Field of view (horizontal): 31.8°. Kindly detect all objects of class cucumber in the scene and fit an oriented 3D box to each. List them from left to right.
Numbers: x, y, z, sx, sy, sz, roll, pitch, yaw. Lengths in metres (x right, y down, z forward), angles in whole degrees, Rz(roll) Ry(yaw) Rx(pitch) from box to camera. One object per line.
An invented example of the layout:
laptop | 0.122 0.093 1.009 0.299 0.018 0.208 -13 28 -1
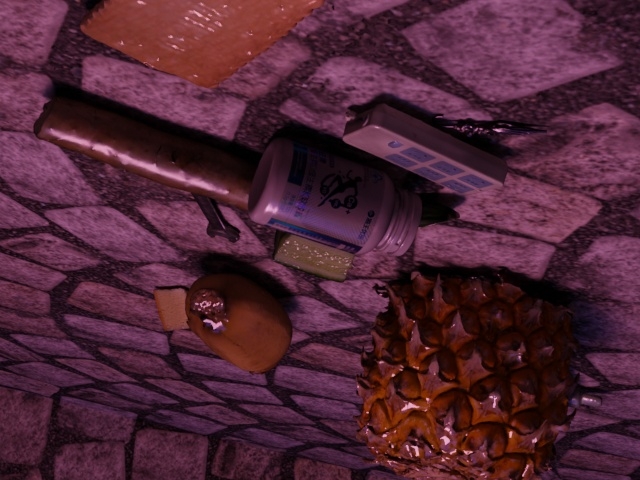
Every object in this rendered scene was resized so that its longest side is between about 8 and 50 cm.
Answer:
cucumber | 0.000 0.000 1.527 0.115 0.062 0.116 15 152 -13
cucumber | 0.127 -0.031 1.410 0.067 0.035 0.107 -11 179 -43

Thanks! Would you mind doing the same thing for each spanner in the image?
spanner | -0.158 -0.051 1.542 0.054 0.015 0.254 7 158 12

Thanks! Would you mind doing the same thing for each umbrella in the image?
umbrella | 0.179 -0.119 1.196 0.122 0.013 0.022 9 139 12

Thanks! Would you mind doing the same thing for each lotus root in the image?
lotus root | -0.131 0.130 1.834 0.146 0.131 0.303 28 166 27

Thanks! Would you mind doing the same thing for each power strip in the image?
power strip | 0.117 -0.099 1.239 0.192 0.035 0.081 21 167 -23

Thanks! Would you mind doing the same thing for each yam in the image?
yam | -0.187 -0.100 1.359 0.317 0.071 0.067 19 118 -18

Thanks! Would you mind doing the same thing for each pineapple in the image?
pineapple | 0.213 0.219 1.668 0.352 0.300 0.352 15 163 5

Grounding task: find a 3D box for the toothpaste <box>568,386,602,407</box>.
toothpaste | 0.386 0.275 2.059 0.255 0.037 0.067 6 153 19

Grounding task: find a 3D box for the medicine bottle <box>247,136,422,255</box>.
medicine bottle | 0.018 -0.046 1.334 0.191 0.107 0.107 18 158 -15

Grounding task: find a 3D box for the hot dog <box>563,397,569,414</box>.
hot dog | 0.382 0.305 2.015 0.115 0.072 0.269 9 142 8

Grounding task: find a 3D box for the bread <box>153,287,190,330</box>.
bread | -0.224 0.110 1.989 0.084 0.080 0.109 -7 -172 39

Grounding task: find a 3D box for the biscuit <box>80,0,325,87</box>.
biscuit | -0.117 -0.221 1.067 0.160 0.030 0.250 21 157 -25
